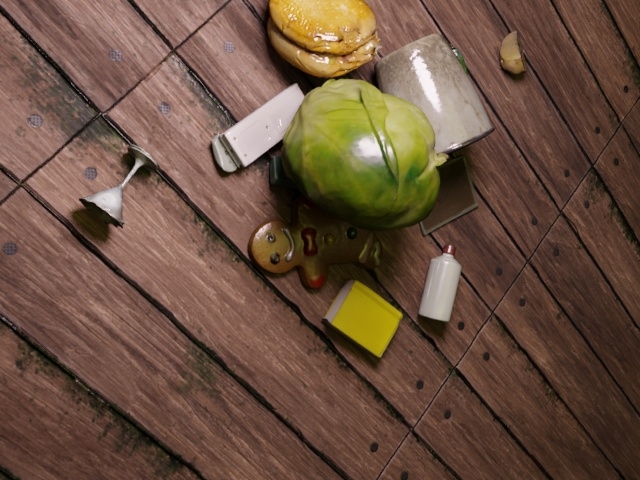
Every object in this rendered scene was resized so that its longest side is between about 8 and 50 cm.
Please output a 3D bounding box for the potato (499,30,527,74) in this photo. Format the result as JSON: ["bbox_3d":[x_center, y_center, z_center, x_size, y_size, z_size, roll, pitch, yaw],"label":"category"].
[{"bbox_3d":[0.659,-0.633,2.076,0.100,0.089,0.172,47,36,-43],"label":"potato"}]

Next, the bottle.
[{"bbox_3d":[0.390,0.134,1.923,0.104,0.104,0.245,17,84,-28],"label":"bottle"}]

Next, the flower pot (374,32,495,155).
[{"bbox_3d":[0.317,-0.413,1.766,0.293,0.293,0.330,-29,100,-25],"label":"flower pot"}]

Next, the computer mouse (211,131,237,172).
[{"bbox_3d":[-0.259,-0.232,1.589,0.055,0.032,0.110,-25,99,-43],"label":"computer mouse"}]

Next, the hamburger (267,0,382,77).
[{"bbox_3d":[0.012,-0.574,1.605,0.289,0.170,0.314,-33,70,-26],"label":"hamburger"}]

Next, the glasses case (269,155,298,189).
[{"bbox_3d":[-0.051,-0.183,1.682,0.184,0.039,0.078,7,61,-26],"label":"glasses case"}]

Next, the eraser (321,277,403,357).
[{"bbox_3d":[0.130,0.232,1.799,0.226,0.069,0.158,38,73,-25],"label":"eraser"}]

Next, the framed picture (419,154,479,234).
[{"bbox_3d":[0.406,-0.151,1.968,0.259,0.023,0.189,-27,104,-26],"label":"framed picture"}]

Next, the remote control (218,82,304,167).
[{"bbox_3d":[-0.143,-0.314,1.627,0.277,0.055,0.103,-42,111,-28],"label":"remote control"}]

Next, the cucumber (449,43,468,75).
[{"bbox_3d":[0.462,-0.571,1.979,0.039,0.039,0.168,-30,109,-25],"label":"cucumber"}]

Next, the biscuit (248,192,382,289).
[{"bbox_3d":[0.001,0.000,1.723,0.431,0.064,0.283,-8,95,-29],"label":"biscuit"}]

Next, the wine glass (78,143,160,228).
[{"bbox_3d":[-0.475,-0.133,1.434,0.122,0.122,0.183,39,67,-24],"label":"wine glass"}]

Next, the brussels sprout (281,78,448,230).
[{"bbox_3d":[0.112,-0.206,1.513,0.425,0.361,0.343,21,109,-6],"label":"brussels sprout"}]
